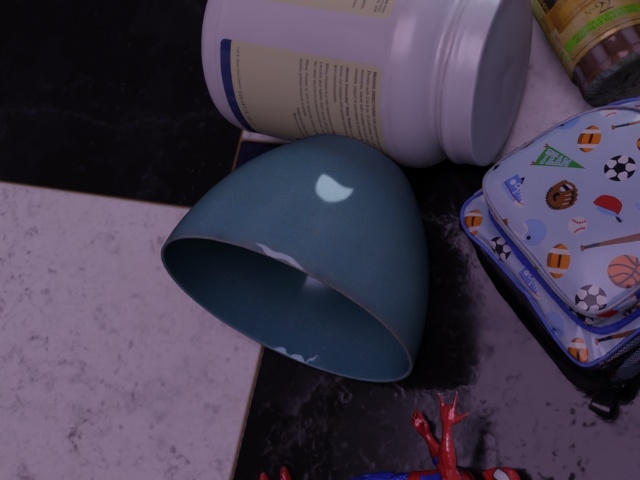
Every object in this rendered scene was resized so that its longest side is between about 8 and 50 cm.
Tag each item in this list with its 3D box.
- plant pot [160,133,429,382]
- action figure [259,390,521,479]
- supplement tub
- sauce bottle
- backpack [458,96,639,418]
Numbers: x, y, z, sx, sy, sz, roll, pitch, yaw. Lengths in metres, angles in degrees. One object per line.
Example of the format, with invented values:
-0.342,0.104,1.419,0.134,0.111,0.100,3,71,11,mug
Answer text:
0.000,0.000,0.923,0.290,0.290,0.195,15,64,25,plant pot
0.074,0.231,0.911,0.280,0.091,0.139,-4,83,21,action figure
0.055,-0.214,0.966,0.325,0.235,0.235,16,82,25,supplement tub
0.277,-0.318,0.976,0.111,0.111,0.344,-29,67,12,sauce bottle
0.301,-0.016,0.838,0.263,0.213,0.276,-33,63,-1,backpack
